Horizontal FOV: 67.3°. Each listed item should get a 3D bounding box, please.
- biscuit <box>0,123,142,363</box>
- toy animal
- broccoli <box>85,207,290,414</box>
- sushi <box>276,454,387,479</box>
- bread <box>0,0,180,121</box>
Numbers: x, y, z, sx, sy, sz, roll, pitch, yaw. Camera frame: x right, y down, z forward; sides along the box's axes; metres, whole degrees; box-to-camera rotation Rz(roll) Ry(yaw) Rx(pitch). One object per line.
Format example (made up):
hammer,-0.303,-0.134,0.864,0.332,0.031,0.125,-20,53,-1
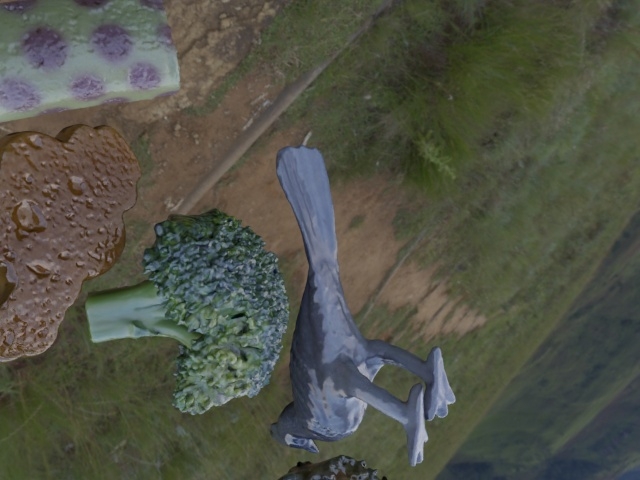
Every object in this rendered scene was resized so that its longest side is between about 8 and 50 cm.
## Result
biscuit,-0.297,-0.021,0.525,0.295,0.044,0.185,-67,143,-47
toy animal,0.024,0.112,0.452,0.081,0.206,0.366,-20,125,-43
broccoli,-0.179,0.125,0.722,0.302,0.249,0.375,-27,154,-19
sushi,0.003,0.454,0.705,0.218,0.225,0.238,109,-3,-54
bread,-0.432,-0.330,0.847,0.339,0.186,0.155,-17,180,-20
